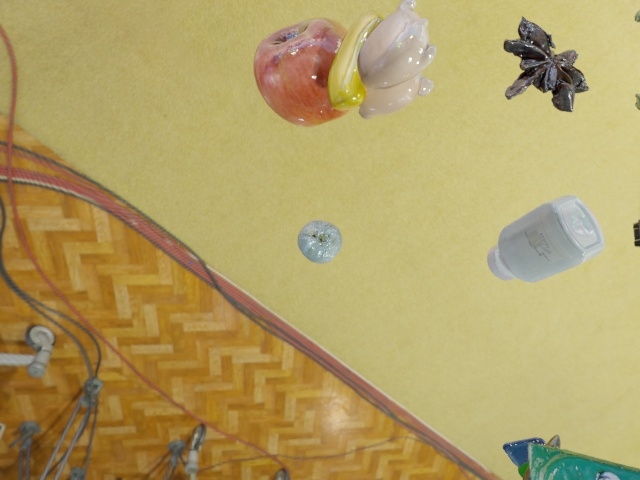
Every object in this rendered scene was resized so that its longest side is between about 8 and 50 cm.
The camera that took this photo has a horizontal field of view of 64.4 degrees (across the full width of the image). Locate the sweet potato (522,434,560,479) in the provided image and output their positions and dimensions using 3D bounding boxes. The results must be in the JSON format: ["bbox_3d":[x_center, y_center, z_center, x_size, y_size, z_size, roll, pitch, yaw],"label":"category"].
[{"bbox_3d":[0.380,0.407,0.883,0.038,0.041,0.153,36,73,-29],"label":"sweet potato"}]

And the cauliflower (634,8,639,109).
[{"bbox_3d":[0.771,-0.377,1.058,0.275,0.272,0.250,2,123,-35],"label":"cauliflower"}]

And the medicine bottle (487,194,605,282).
[{"bbox_3d":[0.534,0.013,1.243,0.111,0.161,0.296,-20,166,-22],"label":"medicine bottle"}]

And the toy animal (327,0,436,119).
[{"bbox_3d":[0.197,-0.490,1.407,0.247,0.277,0.345,23,147,-36],"label":"toy animal"}]

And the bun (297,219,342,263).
[{"bbox_3d":[0.000,0.000,1.562,0.141,0.083,0.140,2,78,-8],"label":"bun"}]

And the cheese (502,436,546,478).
[{"bbox_3d":[0.481,0.520,0.985,0.320,0.083,0.204,53,134,1],"label":"cheese"}]

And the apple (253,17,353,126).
[{"bbox_3d":[-0.030,-0.554,1.709,0.365,0.363,0.363,-4,123,-6],"label":"apple"}]

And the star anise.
[{"bbox_3d":[0.583,-0.452,1.328,0.283,0.212,0.129,15,155,-13],"label":"star anise"}]

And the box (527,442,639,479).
[{"bbox_3d":[0.412,0.491,0.711,0.265,0.336,0.106,13,138,6],"label":"box"}]

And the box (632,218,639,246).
[{"bbox_3d":[0.634,-0.015,0.951,0.085,0.063,0.060,-7,88,12],"label":"box"}]
